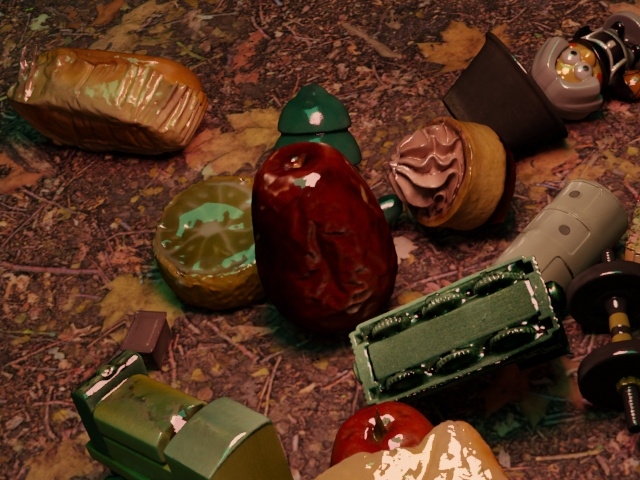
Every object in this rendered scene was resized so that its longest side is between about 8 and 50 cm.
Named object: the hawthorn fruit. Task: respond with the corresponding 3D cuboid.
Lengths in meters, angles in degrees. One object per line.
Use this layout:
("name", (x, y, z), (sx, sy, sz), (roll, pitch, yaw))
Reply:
("hawthorn fruit", (0.095, 0.304, 1.522), (0.179, 0.200, 0.179), (-5, 43, 5))

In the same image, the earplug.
("earplug", (0.012, -0.141, 1.979), (0.163, 0.280, 0.257), (-11, 6, -23))

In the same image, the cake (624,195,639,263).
("cake", (0.555, 0.005, 1.788), (0.109, 0.090, 0.225), (4, 31, 21))

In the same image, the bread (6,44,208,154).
("bread", (-0.416, -0.283, 2.192), (0.388, 0.236, 0.183), (13, 68, 14))

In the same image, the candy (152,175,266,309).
("candy", (-0.165, 0.003, 1.931), (0.259, 0.118, 0.260), (-7, 52, 9))

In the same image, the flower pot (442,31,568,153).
("flower pot", (0.313, -0.238, 1.977), (0.148, 0.235, 0.235), (-36, 47, 7))

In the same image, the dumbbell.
("dumbbell", (0.440, 0.138, 1.622), (0.143, 0.143, 0.326), (-6, 47, 10))

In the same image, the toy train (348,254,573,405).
("toy train", (0.212, 0.148, 1.612), (0.330, 0.178, 0.139), (-25, 63, 20))

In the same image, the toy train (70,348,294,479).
("toy train", (-0.186, 0.307, 1.521), (0.397, 0.253, 0.160), (17, 46, 41))

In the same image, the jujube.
("jujube", (0.000, 0.000, 1.747), (0.223, 0.318, 0.223), (-11, 38, 9))

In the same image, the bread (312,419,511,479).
("bread", (0.141, 0.461, 1.249), (0.279, 0.371, 0.390), (-25, 48, -7))

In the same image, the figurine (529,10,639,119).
("figurine", (0.497, -0.312, 2.028), (0.236, 0.133, 0.176), (-28, 73, -24))

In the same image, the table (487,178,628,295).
("table", (0.377, 0.016, 1.765), (0.126, 0.126, 0.220), (29, 62, 34))

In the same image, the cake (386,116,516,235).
("cake", (0.200, -0.109, 1.841), (0.178, 0.185, 0.208), (0, 43, -36))

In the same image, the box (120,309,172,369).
("box", (-0.285, 0.167, 1.841), (0.060, 0.063, 0.085), (1, 50, 18))
